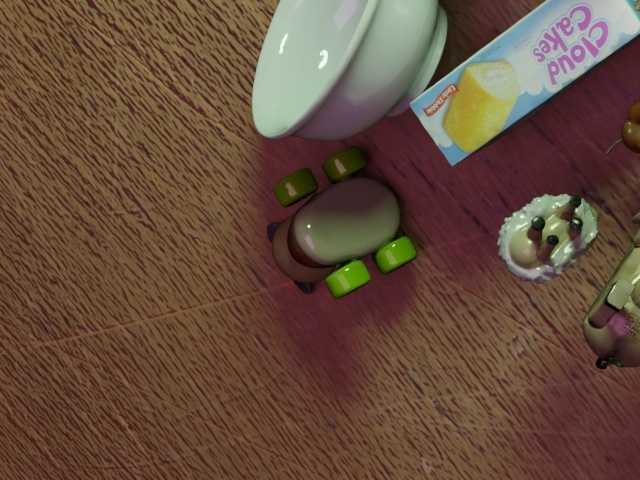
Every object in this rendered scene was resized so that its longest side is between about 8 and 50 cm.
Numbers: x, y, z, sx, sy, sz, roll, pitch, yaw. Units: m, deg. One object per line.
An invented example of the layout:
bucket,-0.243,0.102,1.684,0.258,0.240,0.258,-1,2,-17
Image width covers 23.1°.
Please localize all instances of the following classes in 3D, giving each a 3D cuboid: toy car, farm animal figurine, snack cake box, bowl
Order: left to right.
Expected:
toy car,0.000,0.000,1.917,0.155,0.149,0.188,61,148,5
bowl,0.050,-0.228,1.763,0.134,0.298,0.298,23,118,-21
snack cake box,0.242,-0.199,1.710,0.264,0.152,0.089,-36,86,29
farm animal figurine,0.397,0.022,1.674,0.327,0.172,0.330,-40,82,-13
